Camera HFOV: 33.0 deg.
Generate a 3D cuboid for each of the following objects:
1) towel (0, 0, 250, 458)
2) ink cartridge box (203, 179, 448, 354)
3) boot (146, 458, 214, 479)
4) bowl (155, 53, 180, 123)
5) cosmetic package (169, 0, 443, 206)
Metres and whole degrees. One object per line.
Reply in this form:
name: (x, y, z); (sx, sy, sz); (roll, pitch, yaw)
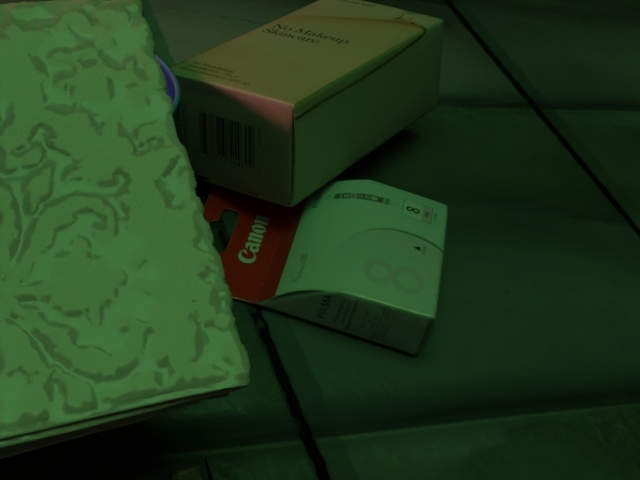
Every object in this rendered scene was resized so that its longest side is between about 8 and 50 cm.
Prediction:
towel: (-0.238, -0.013, 0.732); (0.317, 0.053, 0.332); (-10, 67, -18)
ink cartridge box: (0.000, 0.000, 1.018); (0.232, 0.066, 0.189); (21, 36, -4)
boot: (-0.095, 0.249, 0.662); (0.106, 0.082, 0.219); (-16, 52, -4)
bowl: (-0.321, -0.112, 0.949); (0.391, 0.077, 0.391); (6, 30, -4)
cosmetic package: (-0.009, -0.158, 1.140); (0.160, 0.113, 0.309); (18, 34, 25)
